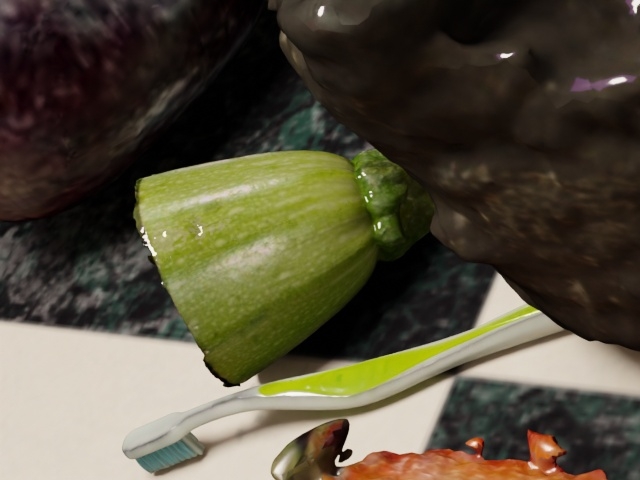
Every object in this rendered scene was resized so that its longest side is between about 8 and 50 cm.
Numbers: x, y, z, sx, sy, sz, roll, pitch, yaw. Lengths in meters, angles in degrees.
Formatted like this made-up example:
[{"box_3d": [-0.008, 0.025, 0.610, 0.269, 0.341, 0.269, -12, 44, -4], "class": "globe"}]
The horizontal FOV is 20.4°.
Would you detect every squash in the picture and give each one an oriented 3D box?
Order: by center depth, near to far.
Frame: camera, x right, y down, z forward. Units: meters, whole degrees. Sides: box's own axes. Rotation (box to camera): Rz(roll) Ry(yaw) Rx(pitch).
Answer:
[{"box_3d": [0.000, -0.006, 0.778, 0.132, 0.105, 0.105, -23, 43, 11], "class": "squash"}]

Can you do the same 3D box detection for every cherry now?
[{"box_3d": [-0.163, -0.136, 0.934, 0.296, 0.218, 0.255, -36, 39, -5], "class": "cherry"}]

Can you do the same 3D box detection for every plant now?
[{"box_3d": [0.092, -0.107, 0.618, 0.188, 0.276, 0.199, -22, 33, 28], "class": "plant"}]

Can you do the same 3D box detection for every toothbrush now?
[{"box_3d": [0.023, 0.053, 0.749, 0.263, 0.026, 0.022, -22, 35, 27], "class": "toothbrush"}]

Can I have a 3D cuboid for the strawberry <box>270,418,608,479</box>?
[{"box_3d": [0.062, 0.153, 0.580, 0.175, 0.106, 0.236, -21, 30, -30], "class": "strawberry"}]
